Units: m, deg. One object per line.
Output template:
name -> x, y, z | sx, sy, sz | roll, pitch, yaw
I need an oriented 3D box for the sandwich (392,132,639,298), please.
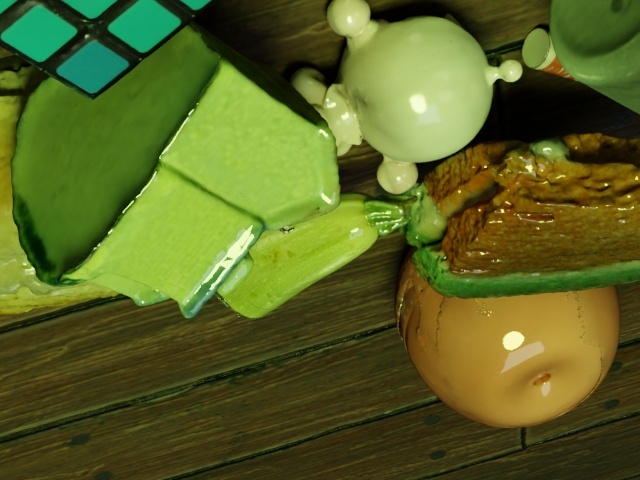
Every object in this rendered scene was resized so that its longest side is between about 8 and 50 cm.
sandwich -> 0.218, -0.025, 1.239 | 0.292, 0.109, 0.212 | 0, 160, -11

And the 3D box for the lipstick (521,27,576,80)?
lipstick -> 0.251, -0.167, 1.277 | 0.130, 0.038, 0.038 | 9, 136, -31

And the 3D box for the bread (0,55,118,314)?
bread -> -0.273, -0.020, 1.160 | 0.204, 0.163, 0.262 | -9, 130, 7

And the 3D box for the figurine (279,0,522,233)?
figurine -> 0.042, -0.123, 1.182 | 0.256, 0.182, 0.144 | -26, -175, 1

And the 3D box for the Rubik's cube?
Rubik's cube -> -0.169, -0.226, 0.934 | 0.160, 0.163, 0.162 | -35, 144, 21

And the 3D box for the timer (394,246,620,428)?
timer -> 0.195, 0.074, 1.422 | 0.229, 0.215, 0.230 | -12, 137, -12

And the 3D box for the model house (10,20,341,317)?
model house -> -0.107, -0.051, 1.042 | 0.189, 0.195, 0.214 | 28, 100, -41

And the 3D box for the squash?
squash -> 0.000, 0.000, 1.302 | 0.224, 0.094, 0.094 | -24, 145, 34

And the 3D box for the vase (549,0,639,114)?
vase -> 0.361, -0.180, 1.171 | 0.291, 0.245, 0.245 | 22, 129, -30
